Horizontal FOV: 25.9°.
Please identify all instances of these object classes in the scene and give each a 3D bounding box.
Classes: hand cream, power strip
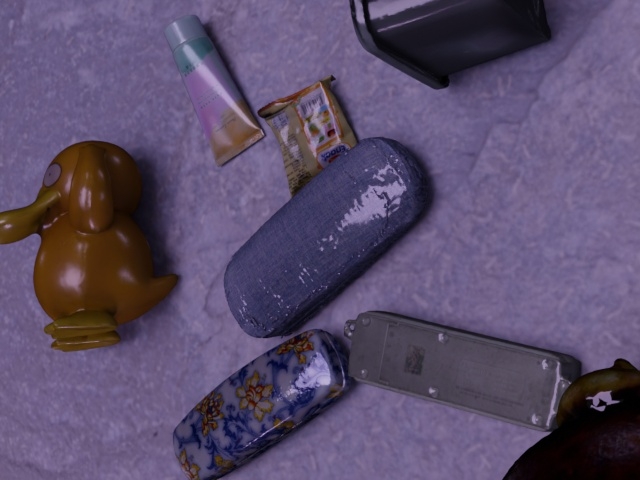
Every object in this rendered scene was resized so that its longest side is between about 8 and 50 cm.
[{"bbox_3d":[-0.128,-0.180,1.631,0.076,0.047,0.174,-31,78,29],"label":"hand cream"},{"bbox_3d":[0.142,0.129,1.398,0.272,0.052,0.078,11,93,36],"label":"power strip"}]

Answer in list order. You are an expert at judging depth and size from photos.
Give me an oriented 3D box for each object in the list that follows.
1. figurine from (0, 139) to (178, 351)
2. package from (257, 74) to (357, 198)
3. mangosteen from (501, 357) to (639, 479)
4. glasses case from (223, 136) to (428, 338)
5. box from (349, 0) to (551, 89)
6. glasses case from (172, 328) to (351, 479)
[{"bbox_3d":[-0.278,0.006,1.660,0.215,0.215,0.228,-36,81,30],"label":"figurine"},{"bbox_3d":[-0.009,-0.113,1.541,0.108,0.031,0.120,-29,77,33],"label":"package"},{"bbox_3d":[0.283,0.241,1.156,0.307,0.307,0.347,-19,44,34],"label":"mangosteen"},{"bbox_3d":[0.000,0.000,1.503,0.282,0.067,0.109,-42,68,25],"label":"glasses case"},{"bbox_3d":[0.124,-0.251,1.333,0.135,0.243,0.163,-13,78,24],"label":"box"},{"bbox_3d":[-0.069,0.185,1.542,0.248,0.065,0.087,-37,68,30],"label":"glasses case"}]
